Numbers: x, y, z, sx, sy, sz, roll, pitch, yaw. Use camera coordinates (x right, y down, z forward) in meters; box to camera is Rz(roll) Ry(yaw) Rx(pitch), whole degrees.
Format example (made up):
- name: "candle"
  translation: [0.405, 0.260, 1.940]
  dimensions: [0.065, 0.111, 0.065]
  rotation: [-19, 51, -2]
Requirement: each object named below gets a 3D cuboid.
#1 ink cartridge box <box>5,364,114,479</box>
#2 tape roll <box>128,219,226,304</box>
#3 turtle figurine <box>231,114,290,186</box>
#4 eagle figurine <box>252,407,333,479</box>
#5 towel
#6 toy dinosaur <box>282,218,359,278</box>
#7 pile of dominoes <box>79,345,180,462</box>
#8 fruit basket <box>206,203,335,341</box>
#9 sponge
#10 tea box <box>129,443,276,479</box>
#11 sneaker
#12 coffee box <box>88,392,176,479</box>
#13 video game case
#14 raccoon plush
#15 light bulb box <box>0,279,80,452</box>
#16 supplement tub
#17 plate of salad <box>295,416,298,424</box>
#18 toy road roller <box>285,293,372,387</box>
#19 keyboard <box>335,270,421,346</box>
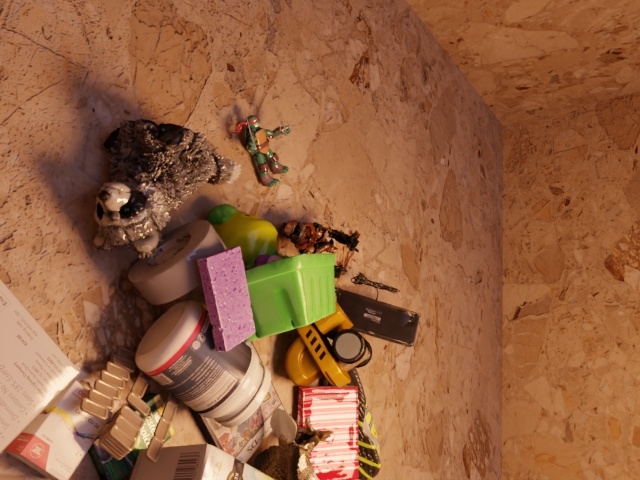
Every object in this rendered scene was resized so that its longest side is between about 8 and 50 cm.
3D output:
- name: "ink cartridge box"
  translation: [-0.499, 0.357, 1.097]
  dimensions: [0.115, 0.067, 0.198]
  rotation: [54, 44, -30]
- name: "tape roll"
  translation: [-0.325, 0.046, 1.260]
  dimensions: [0.072, 0.219, 0.219]
  rotation: [58, 43, -26]
- name: "turtle figurine"
  translation: [-0.165, -0.285, 1.620]
  dimensions: [0.175, 0.118, 0.234]
  rotation: [-41, 131, -32]
- name: "eagle figurine"
  translation: [-0.075, 0.616, 1.434]
  dimensions: [0.298, 0.225, 0.226]
  rotation: [-56, 158, -44]
- name: "towel"
  translation: [0.026, 0.577, 1.648]
  dimensions: [0.199, 0.031, 0.274]
  rotation: [6, 75, -23]
- name: "toy dinosaur"
  translation: [0.000, 0.000, 1.727]
  dimensions: [0.322, 0.219, 0.164]
  rotation: [-18, 133, -59]
- name: "pile of dominoes"
  translation: [-0.402, 0.346, 1.174]
  dimensions: [0.196, 0.040, 0.251]
  rotation: [48, 13, -15]
- name: "fruit basket"
  translation: [-0.135, 0.054, 1.434]
  dimensions: [0.392, 0.283, 0.391]
  rotation: [-17, 90, -76]
- name: "sponge"
  translation: [-0.202, 0.125, 1.209]
  dimensions: [0.117, 0.031, 0.209]
  rotation: [-27, 111, -58]
- name: "tea box"
  translation: [-0.244, 0.642, 1.142]
  dimensions: [0.323, 0.220, 0.328]
  rotation: [48, 39, -38]
- name: "sneaker"
  translation: [0.096, 0.569, 1.795]
  dimensions: [0.147, 0.145, 0.384]
  rotation: [-19, 97, -82]
- name: "coffee box"
  translation: [-0.413, 0.431, 1.213]
  dimensions: [0.184, 0.041, 0.113]
  rotation: [-30, 106, -51]
- name: "video game case"
  translation: [-0.219, 0.434, 1.468]
  dimensions: [0.248, 0.035, 0.274]
  rotation: [-41, 115, -48]
- name: "raccoon plush"
  translation: [-0.333, -0.094, 1.309]
  dimensions: [0.447, 0.216, 0.298]
  rotation: [12, 81, -51]
- name: "light bulb box"
  translation: [-0.643, 0.200, 0.816]
  dimensions: [0.361, 0.225, 0.357]
  rotation: [-52, 124, -43]
- name: "supplement tub"
  translation: [-0.266, 0.285, 1.276]
  dimensions: [0.272, 0.191, 0.191]
  rotation: [46, 48, -22]
- name: "plate of salad"
  translation: [-0.001, 0.600, 1.675]
  dimensions: [0.200, 0.048, 0.199]
  rotation: [6, 75, -22]
- name: "toy road roller"
  translation: [-0.015, 0.285, 1.639]
  dimensions: [0.329, 0.241, 0.202]
  rotation: [56, 0, 21]
- name: "keyboard"
  translation: [0.182, 0.223, 1.859]
  dimensions: [0.318, 0.033, 0.201]
  rotation: [18, 69, -1]
